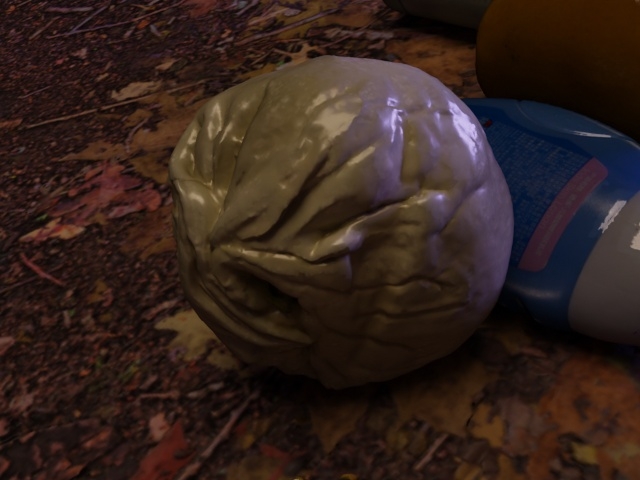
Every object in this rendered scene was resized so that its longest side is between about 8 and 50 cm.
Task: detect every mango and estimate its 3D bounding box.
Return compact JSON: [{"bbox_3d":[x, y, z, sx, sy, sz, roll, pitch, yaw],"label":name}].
[{"bbox_3d":[0.223,-0.143,0.648,0.254,0.175,0.139,21,54,38],"label":"mango"}]

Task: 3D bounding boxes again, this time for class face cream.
[{"bbox_3d":[0.163,-0.018,0.592,0.264,0.083,0.149,34,86,44],"label":"face cream"}]

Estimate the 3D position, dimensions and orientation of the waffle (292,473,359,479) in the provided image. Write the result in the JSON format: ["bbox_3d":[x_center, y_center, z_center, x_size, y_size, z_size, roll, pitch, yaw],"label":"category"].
[{"bbox_3d":[-0.017,0.220,0.425,0.229,0.051,0.231,20,52,40],"label":"waffle"}]

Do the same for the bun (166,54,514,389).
[{"bbox_3d":[0.000,0.000,0.535,0.229,0.229,0.145,8,36,28],"label":"bun"}]

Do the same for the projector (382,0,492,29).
[{"bbox_3d":[0.204,-0.247,0.830,0.108,0.108,0.337,-40,44,-24],"label":"projector"}]
